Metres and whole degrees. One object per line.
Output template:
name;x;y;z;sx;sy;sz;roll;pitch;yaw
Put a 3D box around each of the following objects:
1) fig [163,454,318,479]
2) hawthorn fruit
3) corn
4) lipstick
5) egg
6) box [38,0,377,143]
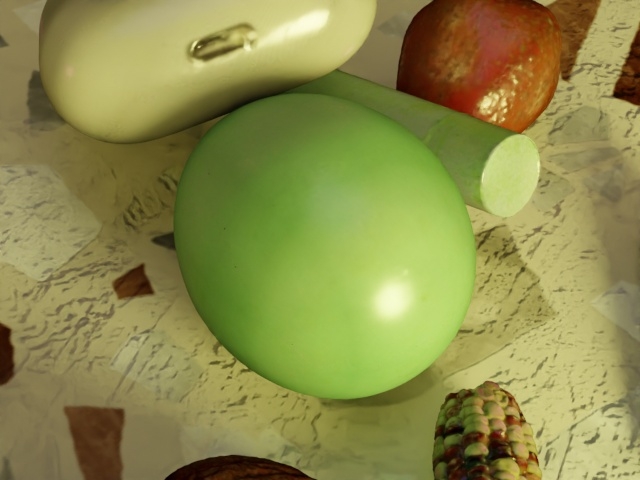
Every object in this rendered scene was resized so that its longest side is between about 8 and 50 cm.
fig;-0.014;0.205;0.829;0.201;0.134;0.146;-11;59;-22
hawthorn fruit;0.134;-0.138;1.127;0.162;0.162;0.203;21;72;17
corn;0.118;0.225;0.839;0.092;0.092;0.280;1;44;0
lipstick;0.058;-0.099;1.064;0.076;0.076;0.304;-32;36;-26
egg;0.000;0.000;0.941;0.220;0.220;0.270;-21;42;-18
box;-0.111;-0.200;1.080;0.288;0.141;0.349;-23;20;-5
